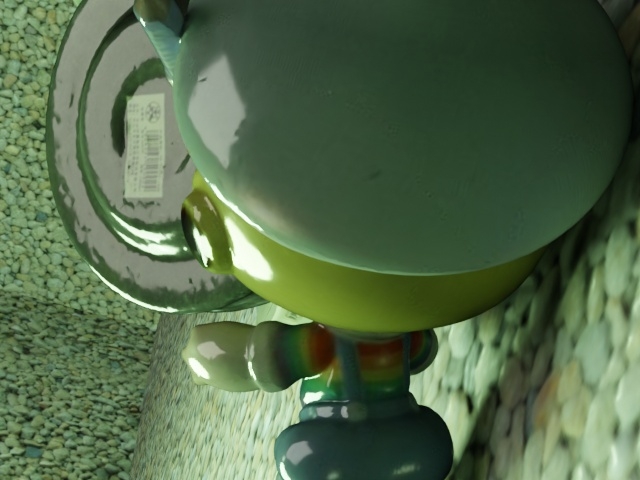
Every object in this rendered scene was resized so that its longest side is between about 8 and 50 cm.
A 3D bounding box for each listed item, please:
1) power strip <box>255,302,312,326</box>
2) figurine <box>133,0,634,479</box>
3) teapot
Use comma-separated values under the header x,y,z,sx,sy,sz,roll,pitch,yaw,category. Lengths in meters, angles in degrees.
x,y,z,sx,sy,sz,roll,pitch,yaw,category
0.000,0.000,1.123,0.367,0.043,0.106,116,166,-48,power strip
0.047,0.029,0.610,0.205,0.225,0.381,39,140,56,figurine
-0.064,-0.089,0.849,0.239,0.322,0.239,-1,-68,-54,teapot
